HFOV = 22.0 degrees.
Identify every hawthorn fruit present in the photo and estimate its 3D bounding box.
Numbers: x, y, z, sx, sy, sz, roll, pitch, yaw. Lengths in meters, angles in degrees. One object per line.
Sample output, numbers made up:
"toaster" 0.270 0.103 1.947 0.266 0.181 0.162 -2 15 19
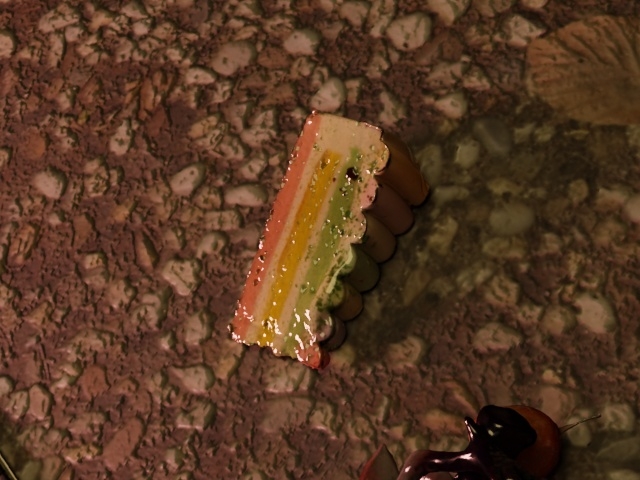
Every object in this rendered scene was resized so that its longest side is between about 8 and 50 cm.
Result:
"hawthorn fruit" 0.168 0.153 1.284 0.103 0.066 0.066 -19 50 -10

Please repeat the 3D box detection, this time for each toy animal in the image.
"toy animal" 0.065 0.272 1.230 0.195 0.090 0.324 10 83 63

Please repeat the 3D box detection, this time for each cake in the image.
"cake" 0.012 0.004 1.472 0.109 0.090 0.225 22 92 34

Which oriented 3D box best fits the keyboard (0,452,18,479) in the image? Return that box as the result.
"keyboard" -0.377 0.192 1.577 0.106 0.027 0.317 -44 51 -3
